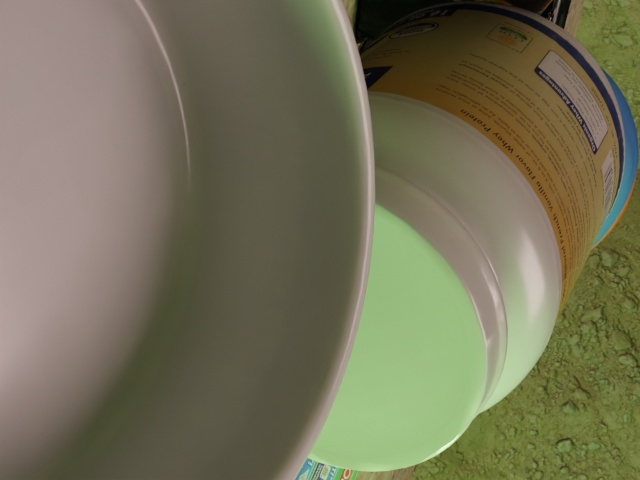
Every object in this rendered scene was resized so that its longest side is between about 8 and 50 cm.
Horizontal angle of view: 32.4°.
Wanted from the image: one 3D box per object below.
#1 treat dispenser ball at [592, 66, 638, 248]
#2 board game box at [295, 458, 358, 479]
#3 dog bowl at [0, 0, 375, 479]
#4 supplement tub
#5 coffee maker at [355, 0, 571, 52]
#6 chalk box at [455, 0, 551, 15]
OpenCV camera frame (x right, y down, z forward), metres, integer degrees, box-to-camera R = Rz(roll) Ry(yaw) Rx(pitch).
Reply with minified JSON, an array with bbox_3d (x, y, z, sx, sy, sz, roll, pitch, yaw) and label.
[{"bbox_3d":[0.238,-0.102,1.337,0.288,0.288,0.288,19,90,-76],"label":"treat dispenser ball"},{"bbox_3d":[-0.062,0.289,1.072,0.213,0.046,0.317,49,59,-52],"label":"board game box"},{"bbox_3d":[-0.090,-0.010,0.389,0.265,0.104,0.264,-13,106,-55],"label":"dog bowl"},{"bbox_3d":[0.066,-0.016,0.746,0.316,0.228,0.228,-47,153,-53],"label":"supplement tub"},{"bbox_3d":[0.133,-0.208,1.015,0.171,0.178,0.120,92,22,-50],"label":"coffee maker"},{"bbox_3d":[0.109,-0.276,0.782,0.289,0.180,0.179,-32,141,-88],"label":"chalk box"}]
